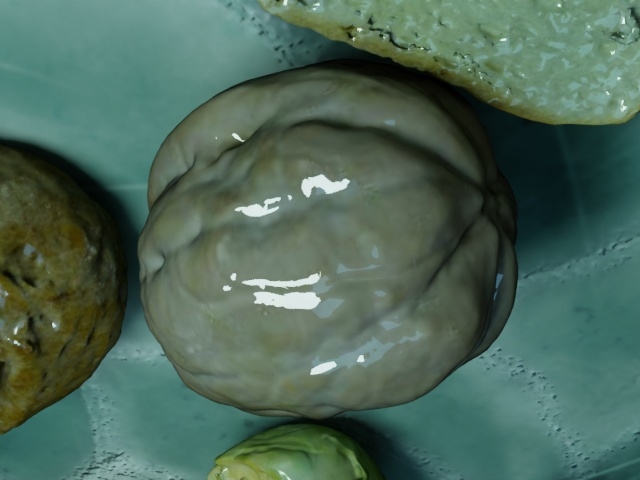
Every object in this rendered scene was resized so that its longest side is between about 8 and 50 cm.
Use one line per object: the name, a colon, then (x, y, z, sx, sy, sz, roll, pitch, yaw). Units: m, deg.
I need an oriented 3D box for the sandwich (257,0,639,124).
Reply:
sandwich: (0.117, -0.192, 0.484, 0.249, 0.095, 0.273, 19, 129, -16)

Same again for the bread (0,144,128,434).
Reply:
bread: (-0.245, 0.041, 0.704, 0.230, 0.123, 0.230, 1, 132, 1)

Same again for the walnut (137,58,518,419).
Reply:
walnut: (0.000, 0.000, 0.583, 0.224, 0.224, 0.224, 3, 131, 3)

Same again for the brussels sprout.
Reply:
brussels sprout: (-0.009, 0.207, 0.830, 0.151, 0.122, 0.149, 33, 127, 23)
